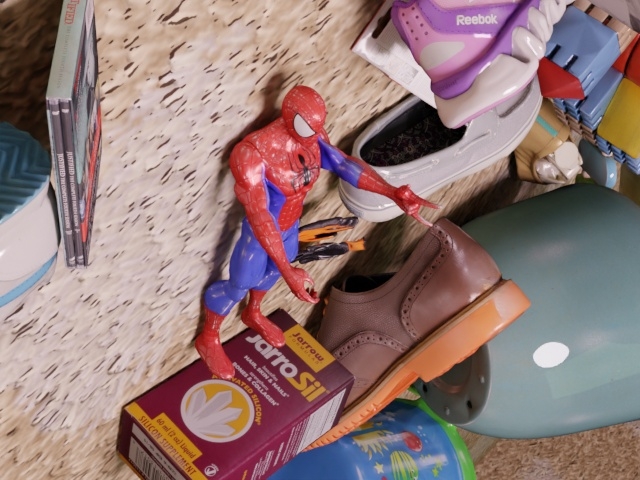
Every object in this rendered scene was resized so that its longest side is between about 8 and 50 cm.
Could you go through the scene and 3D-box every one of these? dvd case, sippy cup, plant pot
[{"bbox_3d":[-0.118,-0.055,0.464,0.013,0.087,0.119,3,142,-9],"label":"dvd case"},{"bbox_3d":[0.046,0.315,1.202,0.224,0.240,0.305,15,72,-54],"label":"sippy cup"},{"bbox_3d":[0.231,0.095,1.095,0.235,0.293,0.293,-11,142,-26],"label":"plant pot"}]

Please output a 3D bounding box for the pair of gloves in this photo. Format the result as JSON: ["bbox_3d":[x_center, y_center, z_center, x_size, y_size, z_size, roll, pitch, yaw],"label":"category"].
[{"bbox_3d":[0.000,0.000,0.808,0.074,0.010,0.083,-13,159,6],"label":"pair of gloves"}]

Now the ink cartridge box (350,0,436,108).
[{"bbox_3d":[0.076,-0.144,0.714,0.115,0.029,0.063,26,107,-34],"label":"ink cartridge box"}]

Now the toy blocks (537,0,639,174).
[{"bbox_3d":[0.326,-0.188,0.894,0.261,0.191,0.381,-52,157,4],"label":"toy blocks"}]

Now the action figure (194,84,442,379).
[{"bbox_3d":[-0.013,0.017,0.701,0.091,0.139,0.280,-32,150,-36],"label":"action figure"}]

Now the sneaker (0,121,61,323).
[{"bbox_3d":[-0.213,0.041,0.425,0.229,0.087,0.092,-35,154,-26],"label":"sneaker"}]

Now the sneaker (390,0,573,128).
[{"bbox_3d":[0.122,-0.188,0.665,0.095,0.104,0.236,-28,-158,51],"label":"sneaker"}]

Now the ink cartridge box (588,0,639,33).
[{"bbox_3d":[0.188,-0.203,0.471,0.129,0.307,0.223,-48,158,0],"label":"ink cartridge box"}]

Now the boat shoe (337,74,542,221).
[{"bbox_3d":[0.112,-0.099,0.805,0.227,0.079,0.081,-35,159,-23],"label":"boat shoe"}]

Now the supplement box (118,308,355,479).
[{"bbox_3d":[-0.073,0.157,0.849,0.188,0.104,0.080,-31,152,-37],"label":"supplement box"}]

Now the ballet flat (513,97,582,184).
[{"bbox_3d":[0.264,-0.098,1.095,0.080,0.073,0.232,-51,158,7],"label":"ballet flat"}]

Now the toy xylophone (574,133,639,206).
[{"bbox_3d":[0.363,-0.006,1.232,0.236,0.081,0.322,-103,-170,-76],"label":"toy xylophone"}]

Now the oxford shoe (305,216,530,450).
[{"bbox_3d":[0.046,0.108,0.989,0.364,0.132,0.130,-40,172,32],"label":"oxford shoe"}]
